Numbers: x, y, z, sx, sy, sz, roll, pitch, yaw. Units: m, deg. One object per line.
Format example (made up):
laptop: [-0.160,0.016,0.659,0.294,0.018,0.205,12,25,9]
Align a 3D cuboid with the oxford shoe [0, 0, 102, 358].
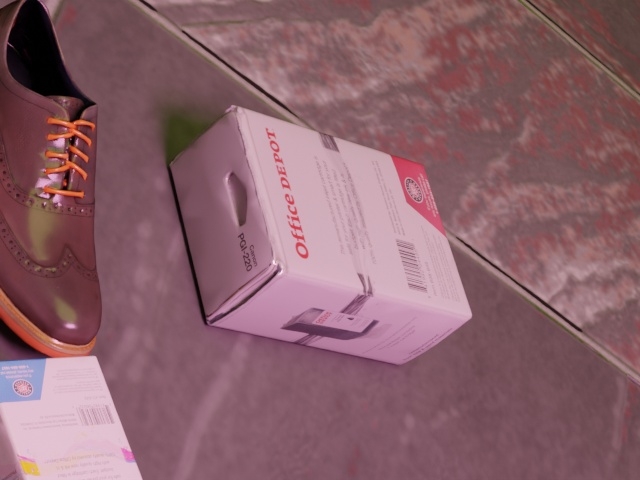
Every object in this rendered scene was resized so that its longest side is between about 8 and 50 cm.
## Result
oxford shoe: [-0.198,-0.048,1.253,0.097,0.098,0.271,6,54,-47]

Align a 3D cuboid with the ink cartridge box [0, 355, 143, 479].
ink cartridge box: [-0.171,0.154,1.106,0.092,0.090,0.143,2,59,-48]

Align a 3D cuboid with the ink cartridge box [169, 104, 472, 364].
ink cartridge box: [0.000,0.000,1.448,0.218,0.092,0.159,17,47,-43]
